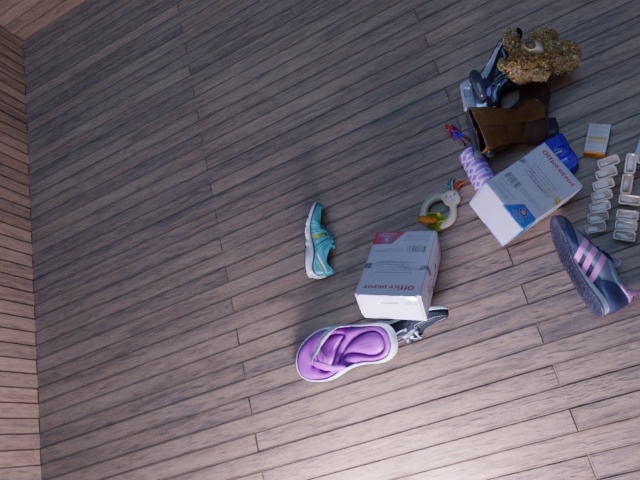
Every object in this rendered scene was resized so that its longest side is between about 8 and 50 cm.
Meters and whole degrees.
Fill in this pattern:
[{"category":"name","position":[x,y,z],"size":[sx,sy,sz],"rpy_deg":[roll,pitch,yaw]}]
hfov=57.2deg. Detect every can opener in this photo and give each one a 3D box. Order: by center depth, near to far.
[{"category":"can opener","position":[0.497,-0.402,1.856],"size":[0.075,0.095,0.284],"rpy_deg":[-9,70,12]}]

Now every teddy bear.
[{"category":"teddy bear","position":[0.686,-0.590,1.815],"size":[0.245,0.337,0.113],"rpy_deg":[59,146,23]}]

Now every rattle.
[{"category":"rattle","position":[0.388,-0.137,1.894],"size":[0.200,0.142,0.130],"rpy_deg":[-54,42,9]}]

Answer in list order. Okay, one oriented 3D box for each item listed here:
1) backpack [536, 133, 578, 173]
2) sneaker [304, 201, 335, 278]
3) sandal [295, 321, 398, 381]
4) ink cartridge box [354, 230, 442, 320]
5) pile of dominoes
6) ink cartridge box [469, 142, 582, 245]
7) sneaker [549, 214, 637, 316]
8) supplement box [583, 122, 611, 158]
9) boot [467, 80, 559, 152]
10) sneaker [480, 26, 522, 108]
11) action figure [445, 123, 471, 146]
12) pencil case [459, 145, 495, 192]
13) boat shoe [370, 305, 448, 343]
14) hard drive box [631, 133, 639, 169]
[{"category":"backpack","position":[0.723,-0.253,1.788],"size":[0.097,0.101,0.120],"rpy_deg":[-30,68,22]},{"category":"sneaker","position":[0.000,0.000,2.073],"size":[0.109,0.107,0.276],"rpy_deg":[-3,77,5]},{"category":"sandal","position":[0.054,0.344,1.863],"size":[0.416,0.102,0.170],"rpy_deg":[-27,70,35]},{"category":"ink cartridge box","position":[0.247,0.105,1.823],"size":[0.207,0.117,0.283],"rpy_deg":[0,43,25]},{"category":"pile of dominoes","position":[0.877,-0.124,1.672],"size":[0.195,0.040,0.252],"rpy_deg":[10,93,32]},{"category":"ink cartridge box","position":[0.595,-0.132,1.715],"size":[0.232,0.168,0.171],"rpy_deg":[-32,76,-11]},{"category":"sneaker","position":[0.775,0.056,1.678],"size":[0.130,0.112,0.319],"rpy_deg":[-20,68,0]},{"category":"supplement box","position":[0.841,-0.303,1.781],"size":[0.062,0.036,0.099],"rpy_deg":[11,80,28]},{"category":"boot","position":[0.577,-0.407,1.826],"size":[0.280,0.096,0.265],"rpy_deg":[-9,84,-16]},{"category":"sneaker","position":[0.613,-0.558,1.946],"size":[0.124,0.107,0.284],"rpy_deg":[32,97,21]},{"category":"action figure","position":[0.461,-0.361,1.987],"size":[0.038,0.030,0.115],"rpy_deg":[-41,57,3]},{"category":"pencil case","position":[0.524,-0.209,1.880],"size":[0.088,0.086,0.206],"rpy_deg":[-15,66,-16]},{"category":"boat shoe","position":[0.270,0.282,1.839],"size":[0.302,0.114,0.091],"rpy_deg":[-24,64,30]},{"category":"hard drive box","position":[1.016,-0.305,1.668],"size":[0.181,0.089,0.232],"rpy_deg":[20,84,29]}]
